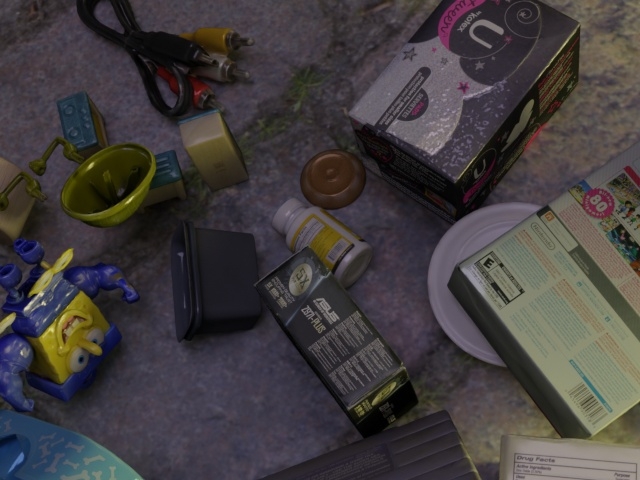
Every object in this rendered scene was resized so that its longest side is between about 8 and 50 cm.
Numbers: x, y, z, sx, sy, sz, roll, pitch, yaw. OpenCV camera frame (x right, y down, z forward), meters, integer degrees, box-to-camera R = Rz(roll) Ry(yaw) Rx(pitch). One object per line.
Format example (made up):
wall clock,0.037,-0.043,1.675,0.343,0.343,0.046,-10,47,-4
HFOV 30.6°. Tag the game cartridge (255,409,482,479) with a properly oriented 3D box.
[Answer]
game cartridge,-0.010,0.289,1.190,0.355,0.230,0.068,-21,97,1

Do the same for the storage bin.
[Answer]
storage bin,-0.124,0.052,1.385,0.091,0.098,0.135,2,64,-19

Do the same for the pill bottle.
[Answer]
pill bottle,0.000,0.000,1.389,0.116,0.065,0.065,38,79,22

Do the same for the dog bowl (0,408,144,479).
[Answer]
dog bowl,-0.279,0.260,1.247,0.297,0.166,0.074,5,49,48

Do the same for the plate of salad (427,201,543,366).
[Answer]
plate of salad,0.222,0.051,1.333,0.200,0.048,0.199,-2,68,5

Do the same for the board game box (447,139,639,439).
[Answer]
board game box,0.325,0.041,1.255,0.303,0.097,0.224,-33,76,-11

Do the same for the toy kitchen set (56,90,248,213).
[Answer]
toy kitchen set,-0.219,-0.138,1.458,0.207,0.122,0.166,-18,65,3

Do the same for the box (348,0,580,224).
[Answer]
box,0.173,-0.172,1.386,0.163,0.142,0.247,35,77,21

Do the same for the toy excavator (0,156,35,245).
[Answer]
toy excavator,-0.626,-0.120,1.491,0.433,0.445,0.222,-8,59,53

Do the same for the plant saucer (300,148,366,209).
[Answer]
plant saucer,0.014,-0.079,1.447,0.083,0.015,0.083,-4,67,9

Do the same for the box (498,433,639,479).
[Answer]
box,0.248,0.324,1.170,0.149,0.127,0.232,3,68,12

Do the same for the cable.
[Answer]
cable,-0.222,-0.249,1.559,0.287,0.072,0.139,26,91,32

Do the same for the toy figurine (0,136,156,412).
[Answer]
toy figurine,-0.311,0.072,1.361,0.191,0.217,0.362,9,47,34

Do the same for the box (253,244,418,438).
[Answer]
box,0.020,0.115,1.291,0.077,0.147,0.180,-36,65,-5
